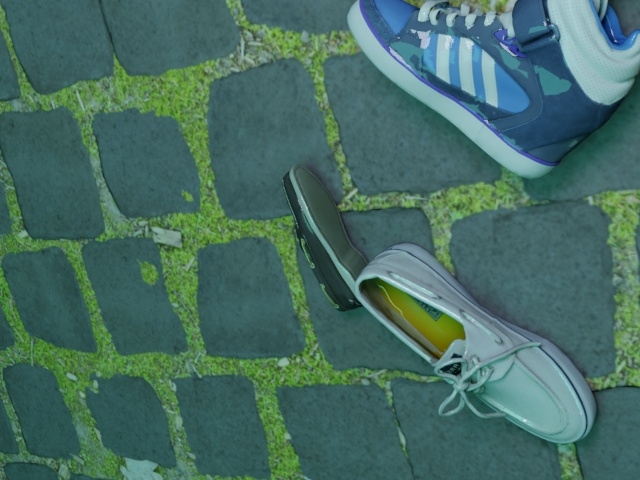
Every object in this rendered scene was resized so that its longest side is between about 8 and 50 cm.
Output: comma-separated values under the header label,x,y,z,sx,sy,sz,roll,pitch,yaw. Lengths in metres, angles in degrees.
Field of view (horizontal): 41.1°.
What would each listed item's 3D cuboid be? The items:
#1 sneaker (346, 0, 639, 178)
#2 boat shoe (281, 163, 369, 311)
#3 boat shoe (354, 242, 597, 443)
label,x,y,z,sx,sy,sz,roll,pitch,yaw
sneaker,0.207,-0.248,0.970,0.323,0.130,0.236,43,127,10
boat shoe,0.000,0.000,1.239,0.068,0.081,0.228,-26,96,34
boat shoe,0.191,0.153,1.128,0.367,0.156,0.136,43,126,12
